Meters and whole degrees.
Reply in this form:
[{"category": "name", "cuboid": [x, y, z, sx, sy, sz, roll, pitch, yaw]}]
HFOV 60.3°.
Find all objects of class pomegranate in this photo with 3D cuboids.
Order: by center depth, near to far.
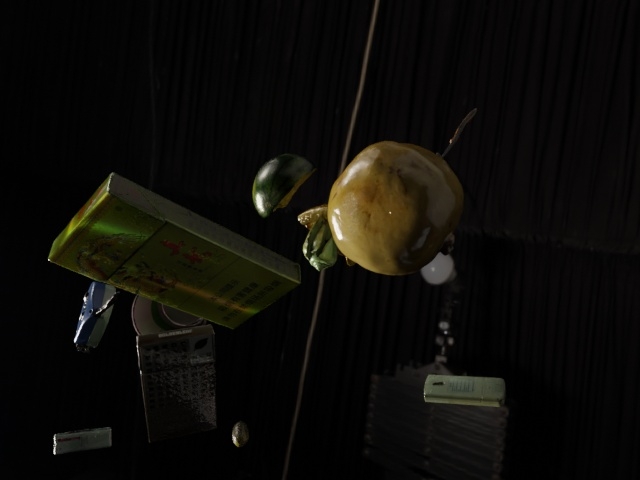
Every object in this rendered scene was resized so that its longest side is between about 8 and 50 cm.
[{"category": "pomegranate", "cuboid": [0.184, -0.071, 1.324, 0.332, 0.333, 0.332, 8, 180, 0]}]

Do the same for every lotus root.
[{"category": "lotus root", "cuboid": [-0.263, 0.629, 1.804, 0.049, 0.054, 0.099, 28, -161, -23]}]

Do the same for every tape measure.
[{"category": "tape measure", "cuboid": [-0.785, 0.217, 1.966, 0.097, 0.351, 0.215, 20, -142, -26]}]

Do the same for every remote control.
[{"category": "remote control", "cuboid": [0.424, 0.441, 1.626, 0.233, 0.038, 0.098, -2, -151, 21]}, {"category": "remote control", "cuboid": [-0.748, 0.630, 1.739, 0.166, 0.065, 0.029, 1, 165, -27]}]

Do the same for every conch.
[{"category": "conch", "cuboid": [0.000, 0.000, 1.488, 0.079, 0.170, 0.105, -16, 144, 36]}]

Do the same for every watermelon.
[{"category": "watermelon", "cuboid": [-0.116, -0.175, 1.591, 0.127, 0.232, 0.204, 44, 145, -6]}]

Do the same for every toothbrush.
[{"category": "toothbrush", "cuboid": [0.457, -0.353, 1.863, 0.031, 0.321, 0.023, 40, 152, 3]}]

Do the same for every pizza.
[{"category": "pizza", "cuboid": [0.096, -0.051, 1.805, 0.268, 0.087, 0.257, 39, 131, -16]}]

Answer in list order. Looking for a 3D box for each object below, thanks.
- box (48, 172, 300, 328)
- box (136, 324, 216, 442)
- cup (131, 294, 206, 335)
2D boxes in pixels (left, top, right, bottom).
[{"category": "box", "cuboid": [-0.199, 0.032, 0.795, 0.311, 0.043, 0.173, 29, 130, -35]}, {"category": "box", "cuboid": [-0.355, 0.363, 1.386, 0.180, 0.325, 0.047, -6, -149, -18]}, {"category": "cup", "cuboid": [-0.512, 0.238, 1.971, 0.253, 0.253, 0.274, 8, -178, -3]}]
